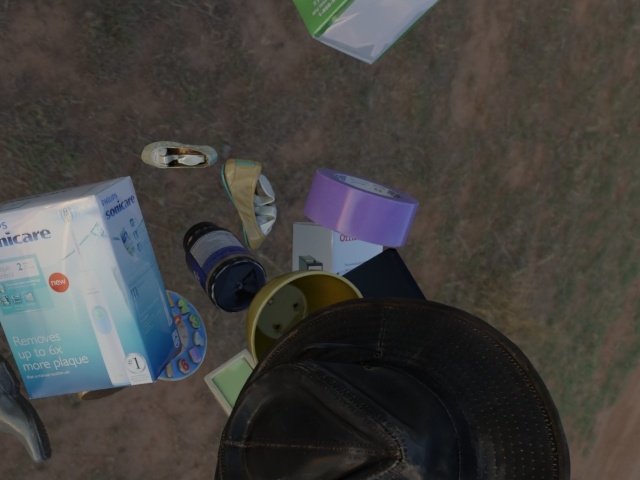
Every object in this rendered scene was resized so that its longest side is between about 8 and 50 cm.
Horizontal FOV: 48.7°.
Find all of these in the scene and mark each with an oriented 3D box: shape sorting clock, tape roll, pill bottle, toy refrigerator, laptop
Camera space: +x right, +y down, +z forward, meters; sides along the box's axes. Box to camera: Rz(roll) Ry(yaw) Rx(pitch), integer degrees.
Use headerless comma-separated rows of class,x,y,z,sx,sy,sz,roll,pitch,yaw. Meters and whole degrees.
shape sorting clock,-0.333,0.203,1.538,0.206,0.040,0.206,25,48,-31
tape roll,0.070,-0.059,1.230,0.189,0.189,0.080,2,110,-48
pill bottle,-0.206,0.046,1.462,0.123,0.219,0.122,-14,121,-24
toy refrigerator,-0.103,0.342,1.333,0.102,0.269,0.094,-33,150,-16
laptop,0.069,0.179,1.252,0.137,0.264,0.234,-26,84,-41

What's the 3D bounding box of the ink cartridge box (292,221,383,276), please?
ink cartridge box,0.042,0.096,1.631,0.211,0.122,0.289,-5,98,-53

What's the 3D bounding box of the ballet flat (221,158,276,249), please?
ballet flat,-0.112,-0.056,1.238,0.232,0.073,0.080,76,10,-58

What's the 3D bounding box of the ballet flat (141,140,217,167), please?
ballet flat,-0.296,-0.174,1.449,0.052,0.168,0.057,-67,154,-65

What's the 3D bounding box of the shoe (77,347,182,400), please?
shoe,-0.376,0.241,1.374,0.219,0.058,0.076,-26,155,-36

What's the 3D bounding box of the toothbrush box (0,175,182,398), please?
toothbrush box,-0.365,0.071,1.073,0.126,0.217,0.295,-63,143,-71

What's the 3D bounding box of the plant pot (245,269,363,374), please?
plant pot,-0.028,0.088,0.777,0.134,0.095,0.134,-6,103,-25

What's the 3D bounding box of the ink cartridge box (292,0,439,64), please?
ink cartridge box,0.035,-0.364,0.741,0.201,0.278,0.117,-40,153,30

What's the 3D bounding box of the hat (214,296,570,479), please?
hat,0.018,0.169,0.566,0.331,0.331,0.134,-59,141,-8

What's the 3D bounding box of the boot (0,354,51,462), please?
boot,-0.645,0.358,1.380,0.161,0.246,0.083,-31,165,-19
